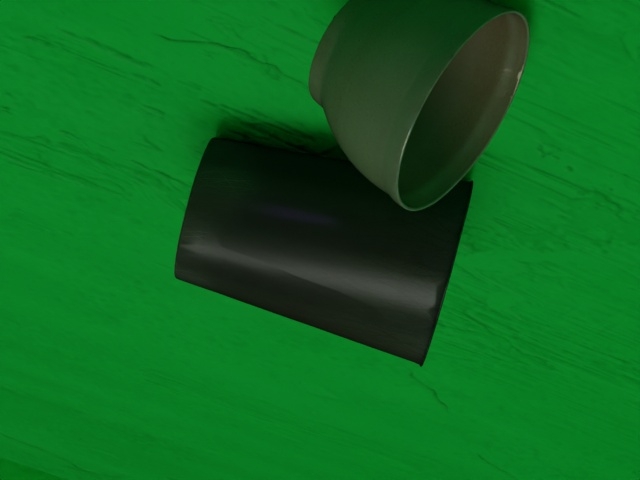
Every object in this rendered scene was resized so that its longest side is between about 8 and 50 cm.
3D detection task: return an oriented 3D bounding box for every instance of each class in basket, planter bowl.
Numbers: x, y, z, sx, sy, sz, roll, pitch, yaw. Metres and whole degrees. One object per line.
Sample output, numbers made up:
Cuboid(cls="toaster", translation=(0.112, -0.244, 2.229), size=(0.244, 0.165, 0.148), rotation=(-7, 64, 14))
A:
Cuboid(cls="basket", translation=(0.000, 0.000, 1.657), size=(0.227, 0.154, 0.204), rotation=(15, 154, 1))
Cuboid(cls="planter bowl", translation=(0.060, -0.117, 1.393), size=(0.109, 0.162, 0.162), rotation=(31, 162, 22))
